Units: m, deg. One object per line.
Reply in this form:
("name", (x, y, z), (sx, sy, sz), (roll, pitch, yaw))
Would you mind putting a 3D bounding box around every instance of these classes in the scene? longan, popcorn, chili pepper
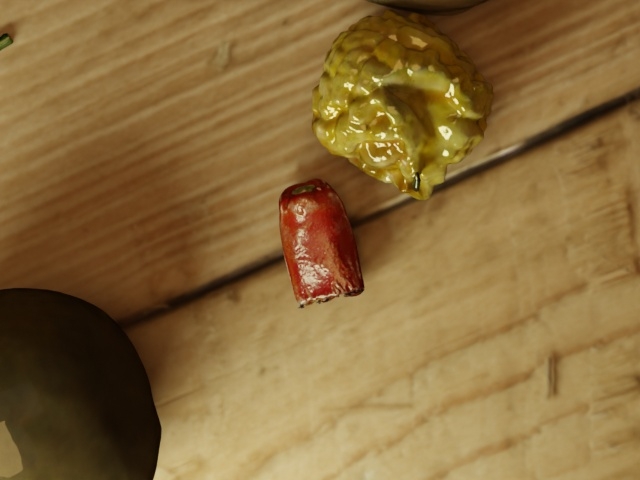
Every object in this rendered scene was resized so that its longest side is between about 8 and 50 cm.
("longan", (-0.302, 0.190, 1.667), (0.297, 0.297, 0.297), (0, 91, 6))
("popcorn", (0.079, -0.133, 1.687), (0.180, 0.180, 0.170), (8, 54, 6))
("chili pepper", (0.000, 0.000, 1.731), (0.070, 0.073, 0.123), (-15, 92, -36))

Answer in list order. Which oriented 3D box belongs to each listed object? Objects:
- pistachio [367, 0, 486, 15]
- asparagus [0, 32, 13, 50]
("pistachio", (0.098, -0.288, 1.679), (0.223, 0.126, 0.152), (1, 133, 3))
("asparagus", (-0.369, -0.183, 1.791), (0.114, 0.014, 0.015), (-28, 55, 5))
